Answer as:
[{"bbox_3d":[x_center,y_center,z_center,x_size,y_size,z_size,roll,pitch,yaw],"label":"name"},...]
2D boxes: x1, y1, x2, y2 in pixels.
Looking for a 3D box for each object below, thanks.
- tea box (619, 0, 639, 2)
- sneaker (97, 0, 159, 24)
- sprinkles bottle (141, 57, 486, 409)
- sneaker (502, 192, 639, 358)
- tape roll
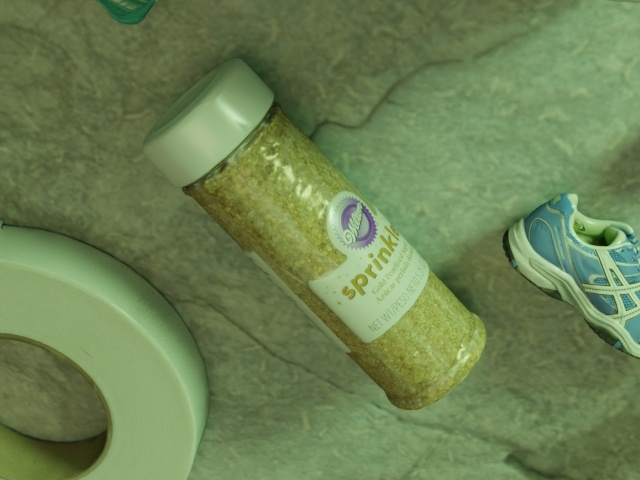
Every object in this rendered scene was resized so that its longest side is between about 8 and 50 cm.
[{"bbox_3d":[0.135,-0.346,0.719,0.329,0.220,0.323,6,122,6],"label":"tea box"},{"bbox_3d":[-0.261,-0.257,0.916,0.275,0.107,0.110,21,131,-3],"label":"sneaker"},{"bbox_3d":[0.000,0.000,1.009,0.121,0.121,0.355,-35,110,26],"label":"sprinkles bottle"},{"bbox_3d":[0.271,0.037,1.006,0.211,0.080,0.081,32,124,-11],"label":"sneaker"},{"bbox_3d":[-0.314,0.164,1.192,0.392,0.072,0.392,5,122,8],"label":"tape roll"}]
